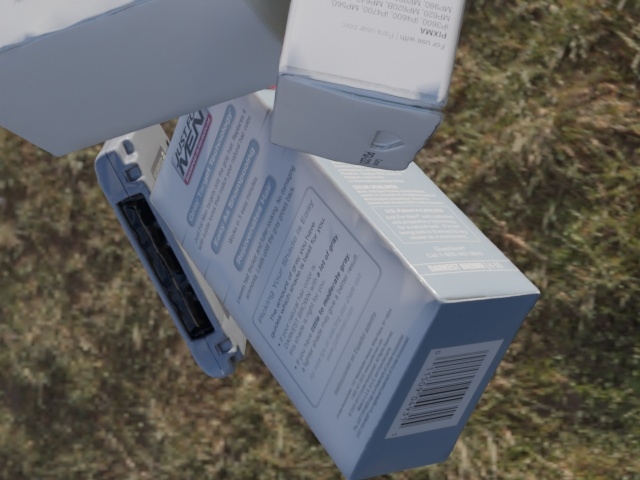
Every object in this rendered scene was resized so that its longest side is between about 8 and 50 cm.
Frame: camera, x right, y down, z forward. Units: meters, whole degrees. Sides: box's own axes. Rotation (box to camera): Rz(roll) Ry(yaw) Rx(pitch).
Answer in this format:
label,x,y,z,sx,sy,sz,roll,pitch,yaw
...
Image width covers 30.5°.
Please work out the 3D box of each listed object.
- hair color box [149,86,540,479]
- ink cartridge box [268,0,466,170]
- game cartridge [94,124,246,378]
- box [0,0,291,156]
label,x,y,z,sx,sy,sz,roll,pitch,yaw
hair color box,0.000,0.000,1.002,0.374,0.113,0.185,50,129,38
ink cartridge box,0.035,-0.163,0.666,0.158,0.092,0.218,117,163,-81
game cartridge,-0.168,-0.005,1.379,0.062,0.297,0.198,-24,20,5
box,-0.160,-0.268,0.838,0.215,0.168,0.345,-16,72,15
